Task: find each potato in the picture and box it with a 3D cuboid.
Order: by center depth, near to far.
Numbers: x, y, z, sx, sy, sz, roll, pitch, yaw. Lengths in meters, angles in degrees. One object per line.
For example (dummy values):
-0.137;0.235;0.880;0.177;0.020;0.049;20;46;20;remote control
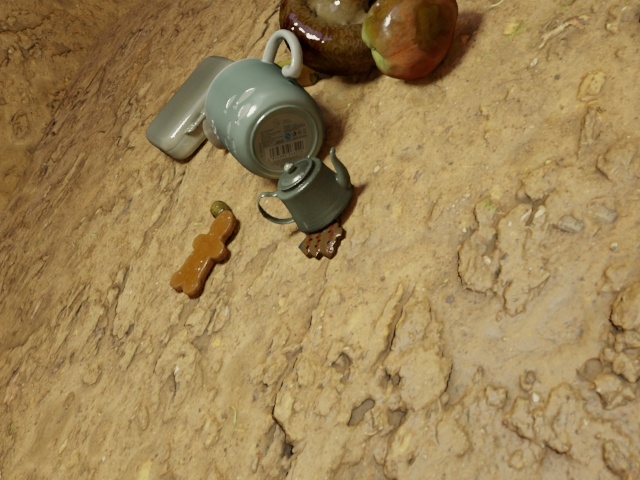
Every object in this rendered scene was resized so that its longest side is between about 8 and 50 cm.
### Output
-0.273;-0.081;2.016;0.051;0.040;0.083;-39;36;-3;potato

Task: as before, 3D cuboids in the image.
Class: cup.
-0.120;-0.350;1.879;0.274;0.259;0.357;52;129;51;cup

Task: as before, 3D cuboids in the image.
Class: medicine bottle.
-0.409;-0.441;2.440;0.375;0.123;0.282;-52;36;-4;medicine bottle

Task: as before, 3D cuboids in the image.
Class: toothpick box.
-0.252;-0.358;2.201;0.180;0.111;0.111;-28;39;26;toothpick box

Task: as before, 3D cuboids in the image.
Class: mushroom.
0.071;-0.601;1.907;0.334;0.331;0.356;-27;-9;-20;mushroom

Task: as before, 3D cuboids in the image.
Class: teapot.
-0.039;-0.118;1.686;0.239;0.149;0.162;-31;31;23;teapot

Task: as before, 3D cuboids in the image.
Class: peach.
0.218;-0.506;1.752;0.235;0.214;0.214;-42;34;-4;peach

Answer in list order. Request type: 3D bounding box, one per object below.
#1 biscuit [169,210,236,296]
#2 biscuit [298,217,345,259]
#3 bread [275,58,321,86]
-0.294;0.034;1.934;0.165;0.036;0.250;18;74;52;biscuit
0.000;0.000;1.660;0.130;0.019;0.119;-23;42;33;biscuit
-0.064;-0.488;2.145;0.226;0.088;0.049;3;55;47;bread
